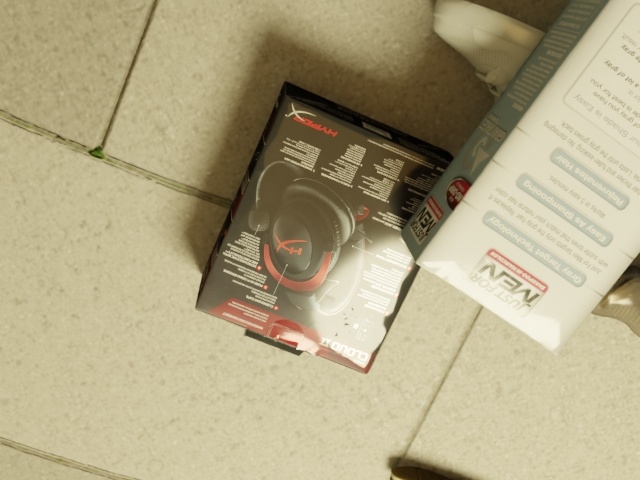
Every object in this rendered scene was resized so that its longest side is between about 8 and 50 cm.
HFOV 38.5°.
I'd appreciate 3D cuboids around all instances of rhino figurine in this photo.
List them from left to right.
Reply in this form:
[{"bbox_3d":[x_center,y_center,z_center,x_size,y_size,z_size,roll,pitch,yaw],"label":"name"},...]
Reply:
[{"bbox_3d":[0.404,0.068,1.107,0.243,0.073,0.106,25,101,-12],"label":"rhino figurine"}]

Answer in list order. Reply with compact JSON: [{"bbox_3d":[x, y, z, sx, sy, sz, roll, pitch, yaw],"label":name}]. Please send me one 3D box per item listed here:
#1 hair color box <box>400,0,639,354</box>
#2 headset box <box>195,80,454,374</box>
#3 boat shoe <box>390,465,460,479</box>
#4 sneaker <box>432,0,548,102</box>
[{"bbox_3d":[0.267,-0.093,0.918,0.185,0.113,0.374,33,102,-13],"label":"hair color box"},{"bbox_3d":[0.000,0.000,1.046,0.218,0.110,0.293,21,106,-9],"label":"headset box"},{"bbox_3d":[0.158,0.336,1.192,0.152,0.056,0.049,18,101,-8],"label":"boat shoe"},{"bbox_3d":[0.226,-0.139,1.013,0.292,0.108,0.169,25,102,-12],"label":"sneaker"}]
